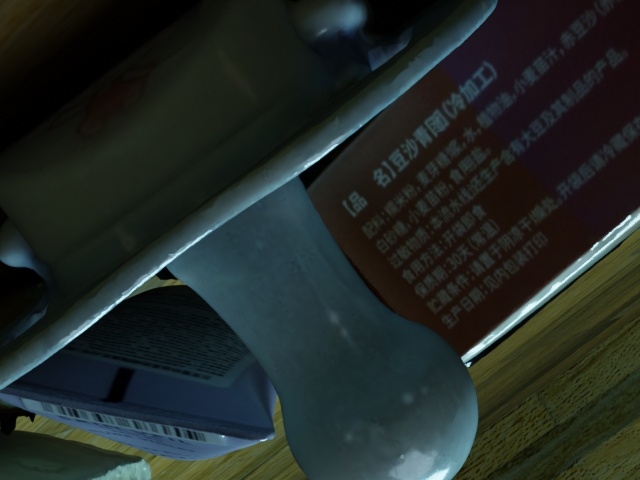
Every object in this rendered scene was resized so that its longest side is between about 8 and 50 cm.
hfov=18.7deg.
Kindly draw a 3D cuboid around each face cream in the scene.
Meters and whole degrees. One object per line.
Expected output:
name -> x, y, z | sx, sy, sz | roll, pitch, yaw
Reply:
face cream -> -0.080, 0.073, 1.004 | 0.274, 0.154, 0.096 | -1, 104, -82

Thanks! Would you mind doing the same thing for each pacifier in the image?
pacifier -> -0.019, 0.015, 0.825 | 0.287, 0.226, 0.238 | -34, -176, 7

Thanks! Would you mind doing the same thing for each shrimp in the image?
shrimp -> -0.163, 0.066, 1.054 | 0.091, 0.043, 0.184 | -32, 167, -24

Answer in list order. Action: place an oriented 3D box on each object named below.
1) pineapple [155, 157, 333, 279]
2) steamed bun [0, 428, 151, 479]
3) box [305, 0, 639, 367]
pineapple -> 0.000, 0.000, 1.053 | 0.119, 0.111, 0.237 | -13, 171, 34
steamed bun -> -0.186, 0.195, 1.102 | 0.200, 0.170, 0.225 | 5, -178, 20
box -> 0.217, -0.137, 0.945 | 0.344, 0.122, 0.385 | -34, 172, -49
